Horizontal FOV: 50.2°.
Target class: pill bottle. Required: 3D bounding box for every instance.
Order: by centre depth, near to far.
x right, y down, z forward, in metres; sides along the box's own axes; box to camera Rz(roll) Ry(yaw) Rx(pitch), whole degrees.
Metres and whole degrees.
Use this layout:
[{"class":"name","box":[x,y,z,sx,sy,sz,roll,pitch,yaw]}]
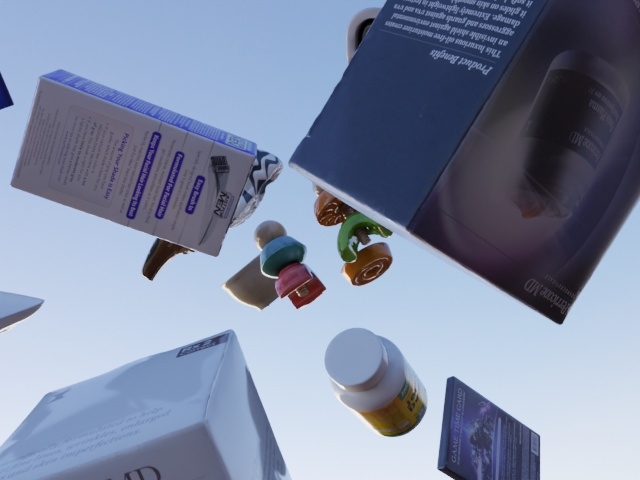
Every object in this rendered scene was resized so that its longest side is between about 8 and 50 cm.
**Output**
[{"class":"pill bottle","box":[0.082,0.211,1.025,0.118,0.117,0.208,-26,-38,7]}]

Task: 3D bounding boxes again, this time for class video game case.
[{"class":"video game case","box":[0.341,0.417,1.352,0.274,0.196,0.026,35,-44,-21]}]

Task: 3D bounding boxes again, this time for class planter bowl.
[{"class":"planter bowl","box":[-0.143,0.099,1.631,0.162,0.109,0.162,-39,2,2]}]

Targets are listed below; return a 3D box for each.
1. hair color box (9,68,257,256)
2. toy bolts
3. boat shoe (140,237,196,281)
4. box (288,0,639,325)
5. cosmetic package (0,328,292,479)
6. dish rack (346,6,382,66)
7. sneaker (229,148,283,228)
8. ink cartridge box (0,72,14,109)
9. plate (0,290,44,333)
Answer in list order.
[{"class":"hair color box","box":[-0.291,-0.123,1.095,0.339,0.110,0.185,21,-72,-9]},{"class":"toy bolts","box":[0.000,0.000,1.194,0.229,0.158,0.218,-33,-26,0]},{"class":"boat shoe","box":[-0.378,-0.016,1.901,0.120,0.122,0.324,34,-83,-13]},{"class":"box","box":[0.183,-0.111,0.651,0.296,0.183,0.294,27,-83,-44]},{"class":"cosmetic package","box":[-0.101,0.183,0.443,0.151,0.151,0.183,-20,-78,2]},{"class":"dish rack","box":[0.197,-0.281,1.324,0.286,0.072,0.332,6,-64,17]},{"class":"sneaker","box":[-0.226,-0.160,1.855,0.235,0.153,0.094,-55,-12,5]},{"class":"ink cartridge box","box":[-0.823,-0.297,1.399,0.333,0.165,0.065,-22,5,-1]},{"class":"plate","box":[-0.732,0.169,1.342,0.278,0.045,0.277,4,20,36]}]
